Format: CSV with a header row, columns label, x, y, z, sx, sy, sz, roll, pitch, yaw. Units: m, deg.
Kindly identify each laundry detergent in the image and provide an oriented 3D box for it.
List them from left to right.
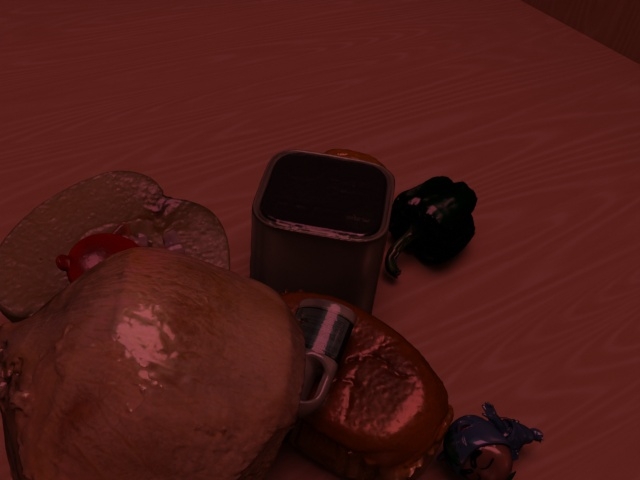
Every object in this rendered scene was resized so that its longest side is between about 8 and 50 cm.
label,x,y,z,sx,sy,sz,roll,pitch,yaw
laundry detergent,-0.026,0.195,1.056,0.099,0.070,0.225,12,56,19

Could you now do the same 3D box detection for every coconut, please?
label,x,y,z,sx,sy,sz,roll,pitch,yaw
coconut,-0.234,0.194,0.896,0.405,0.404,0.404,4,41,-4

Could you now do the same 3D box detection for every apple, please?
label,x,y,z,sx,sy,sz,roll,pitch,yaw
apple,-0.341,0.052,1.223,0.312,0.320,0.360,-12,34,38

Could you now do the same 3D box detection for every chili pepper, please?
label,x,y,z,sx,sy,sz,roll,pitch,yaw
chili pepper,0.225,-0.029,1.502,0.174,0.165,0.261,41,52,17

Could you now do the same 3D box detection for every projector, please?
label,x,y,z,sx,sy,sz,roll,pitch,yaw
projector,0.000,0.000,1.362,0.248,0.249,0.248,10,41,4

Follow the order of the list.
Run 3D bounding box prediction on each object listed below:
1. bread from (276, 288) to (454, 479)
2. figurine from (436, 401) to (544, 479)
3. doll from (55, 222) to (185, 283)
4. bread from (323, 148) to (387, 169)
label,x,y,z,sx,sy,sz,roll,pitch,yaw
bread,0.030,0.229,1.157,0.389,0.183,0.236,29,48,22
figurine,0.285,0.343,1.123,0.178,0.114,0.144,-1,50,-33
doll,-0.312,0.054,1.124,0.217,0.085,0.183,-2,56,-36
bread,0.057,-0.117,1.602,0.198,0.120,0.236,15,41,11
